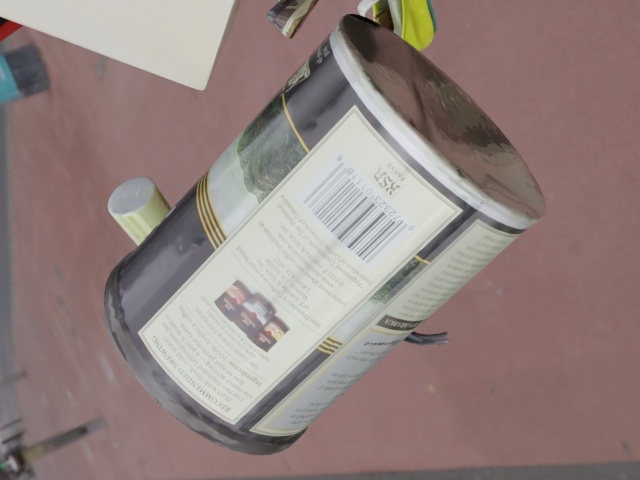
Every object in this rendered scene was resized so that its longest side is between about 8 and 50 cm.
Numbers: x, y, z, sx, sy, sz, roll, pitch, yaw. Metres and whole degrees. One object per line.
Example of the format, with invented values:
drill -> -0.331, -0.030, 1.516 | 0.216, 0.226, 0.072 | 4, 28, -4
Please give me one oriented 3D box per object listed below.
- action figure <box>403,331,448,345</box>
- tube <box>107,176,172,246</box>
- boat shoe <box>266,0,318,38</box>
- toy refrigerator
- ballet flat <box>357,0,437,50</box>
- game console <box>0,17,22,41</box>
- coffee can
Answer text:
action figure -> 0.000, 0.033, 1.051 | 0.275, 0.141, 0.164 | 46, -166, 3
tube -> -0.169, 0.025, 1.222 | 0.240, 0.062, 0.070 | 59, -155, -44
boat shoe -> -0.032, -0.321, 1.367 | 0.049, 0.152, 0.056 | 34, 121, -8
toy refrigerator -> -0.184, -0.199, 0.676 | 0.102, 0.270, 0.094 | -80, 11, -51
ballet flat -> 0.066, -0.264, 1.022 | 0.077, 0.077, 0.231 | 49, 170, 33
game console -> -0.481, -0.430, 1.282 | 0.387, 0.342, 0.060 | 39, 140, -4
coffee can -> 0.000, 0.000, 0.769 | 0.275, 0.202, 0.201 | -45, 64, 22
